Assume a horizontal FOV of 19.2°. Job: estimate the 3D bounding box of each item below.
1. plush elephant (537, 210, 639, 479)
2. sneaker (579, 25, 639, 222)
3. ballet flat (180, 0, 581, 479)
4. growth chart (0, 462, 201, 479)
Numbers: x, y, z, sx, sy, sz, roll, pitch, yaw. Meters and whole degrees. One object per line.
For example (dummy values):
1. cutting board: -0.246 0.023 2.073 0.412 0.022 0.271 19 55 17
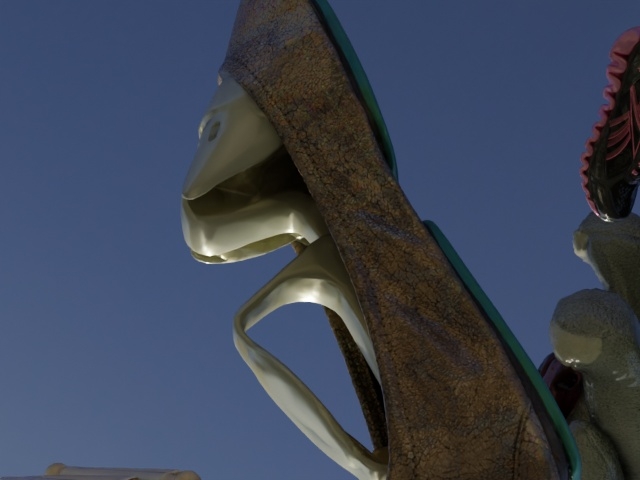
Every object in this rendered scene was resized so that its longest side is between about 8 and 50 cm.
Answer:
1. plush elephant: 0.172 0.167 1.525 0.255 0.272 0.330 -15 -69 18
2. sneaker: 0.193 -0.064 1.123 0.057 0.047 0.119 22 -70 36
3. ballet flat: 0.000 0.000 0.832 0.107 0.106 0.316 83 -18 -55
4. growth chart: -0.199 0.154 1.038 0.172 0.237 0.021 -3 -83 58
